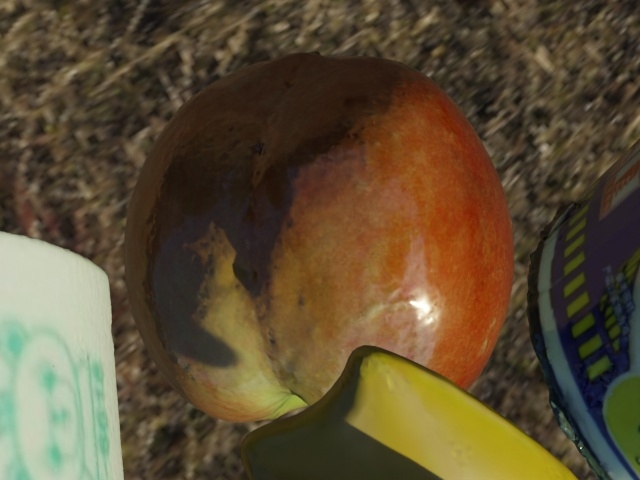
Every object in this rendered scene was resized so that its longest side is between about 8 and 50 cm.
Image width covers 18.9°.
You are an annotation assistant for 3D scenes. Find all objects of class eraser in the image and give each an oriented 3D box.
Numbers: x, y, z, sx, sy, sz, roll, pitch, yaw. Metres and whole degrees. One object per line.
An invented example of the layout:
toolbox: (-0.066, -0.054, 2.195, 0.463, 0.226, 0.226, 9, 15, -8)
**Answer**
eraser: (-0.157, 0.146, 0.878, 0.104, 0.189, 0.290, -13, 75, 28)

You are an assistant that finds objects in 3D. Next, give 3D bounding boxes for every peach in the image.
peach: (0.000, 0.000, 1.213, 0.252, 0.252, 0.252, 7, 110, 19)

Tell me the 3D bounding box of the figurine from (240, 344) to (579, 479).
figurine: (0.025, 0.153, 0.321, 0.215, 0.228, 0.215, 6, 113, 15)

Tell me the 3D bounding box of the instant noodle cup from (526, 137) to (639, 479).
instant noodle cup: (0.254, -0.012, 0.739, 0.284, 0.284, 0.312, 51, 129, -1)
